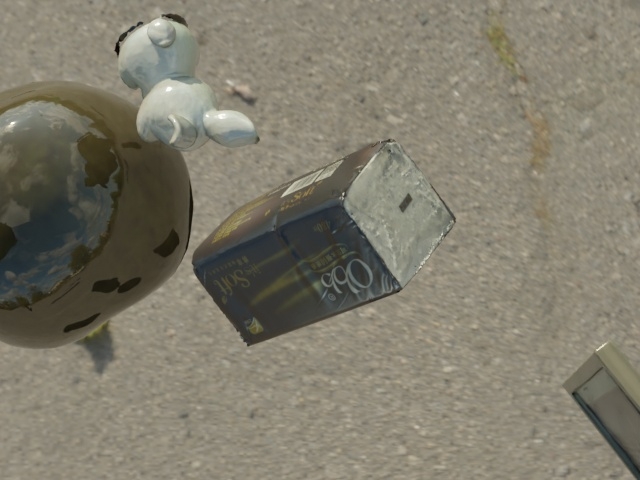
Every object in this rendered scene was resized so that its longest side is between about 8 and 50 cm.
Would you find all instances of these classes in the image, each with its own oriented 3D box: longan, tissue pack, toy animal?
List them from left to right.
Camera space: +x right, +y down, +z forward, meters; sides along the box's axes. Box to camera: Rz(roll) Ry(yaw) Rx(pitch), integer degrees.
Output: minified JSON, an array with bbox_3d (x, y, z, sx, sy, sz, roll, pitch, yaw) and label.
[{"bbox_3d":[-0.235,-0.018,1.038,0.248,0.248,0.248,-6,77,25],"label":"longan"},{"bbox_3d":[-0.108,-0.112,0.890,0.085,0.071,0.124,-46,60,55],"label":"toy animal"},{"bbox_3d":[0.000,0.000,1.790,0.370,0.210,0.198,-23,105,44],"label":"tissue pack"}]

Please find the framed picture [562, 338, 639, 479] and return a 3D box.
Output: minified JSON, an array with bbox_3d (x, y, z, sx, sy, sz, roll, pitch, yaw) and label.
[{"bbox_3d":[0.440,0.289,1.486,0.028,0.446,0.326,-36,76,-1],"label":"framed picture"}]
